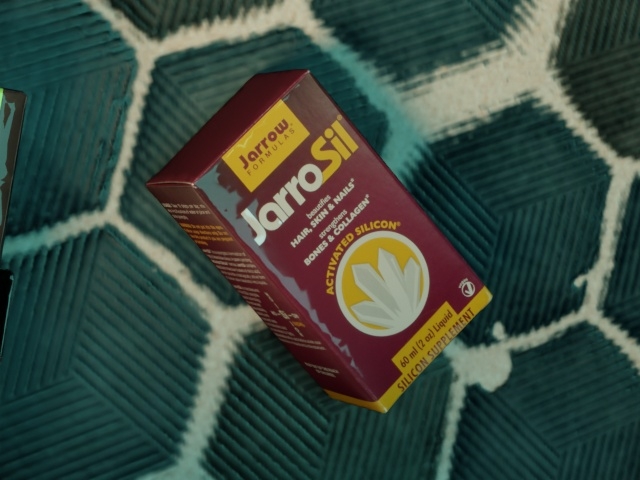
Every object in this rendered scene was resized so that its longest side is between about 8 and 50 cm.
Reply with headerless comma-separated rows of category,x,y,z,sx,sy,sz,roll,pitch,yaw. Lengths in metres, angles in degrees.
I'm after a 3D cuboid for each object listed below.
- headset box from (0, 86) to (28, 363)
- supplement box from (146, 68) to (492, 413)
headset box,-0.300,0.022,0.920,0.283,0.131,0.246,11,88,-26
supplement box,0.000,0.000,1.089,0.104,0.081,0.188,-46,109,-17
